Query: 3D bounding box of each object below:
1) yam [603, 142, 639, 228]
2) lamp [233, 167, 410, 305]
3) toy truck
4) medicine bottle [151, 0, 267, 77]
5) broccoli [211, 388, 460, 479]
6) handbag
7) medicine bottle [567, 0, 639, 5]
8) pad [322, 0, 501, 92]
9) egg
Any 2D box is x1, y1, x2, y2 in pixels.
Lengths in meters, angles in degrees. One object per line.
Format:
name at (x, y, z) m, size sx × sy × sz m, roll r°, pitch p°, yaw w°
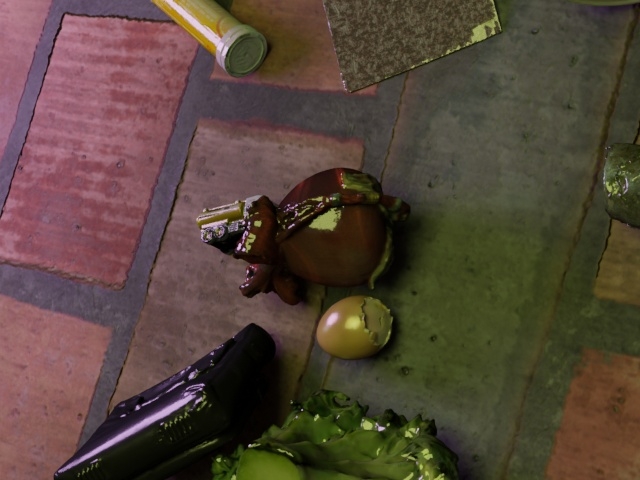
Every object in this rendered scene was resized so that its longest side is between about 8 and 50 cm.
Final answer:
yam at (0.393, -0.052, 1.554) m, size 0.183 × 0.107 × 0.107 m, roll 15°, pitch 84°, yaw 37°
lamp at (0.004, -0.010, 1.764) m, size 0.223 × 0.215 × 0.151 m, roll 5°, pitch 62°, yaw 11°
toy truck at (-0.110, -0.024, 1.899) m, size 0.123 × 0.052 × 0.063 m, roll -14°, pitch 62°, yaw 31°
medicine bottle at (-0.167, -0.317, 2.016) m, size 0.218 × 0.074 × 0.074 m, roll 43°, pitch 100°, yaw 36°
broccoli at (0.000, 0.293, 1.611) m, size 0.288 × 0.245 × 0.248 m, roll -45°, pitch 66°, yaw 20°
handbag at (-0.189, 0.225, 1.785) m, size 0.275 × 0.244 × 0.088 m, roll -33°, pitch 100°, yaw 22°
medicine bottle at (0.339, -0.487, 1.652) m, size 0.213 × 0.213 × 0.379 m, roll -9°, pitch 71°, yaw 31°
pad at (0.115, -0.305, 1.850) m, size 0.235 × 0.003 × 0.158 m, roll -19°, pitch 78°, yaw 27°
egg at (0.040, 0.111, 1.743) m, size 0.096 × 0.080 × 0.080 m, roll -27°, pitch 61°, yaw 42°
